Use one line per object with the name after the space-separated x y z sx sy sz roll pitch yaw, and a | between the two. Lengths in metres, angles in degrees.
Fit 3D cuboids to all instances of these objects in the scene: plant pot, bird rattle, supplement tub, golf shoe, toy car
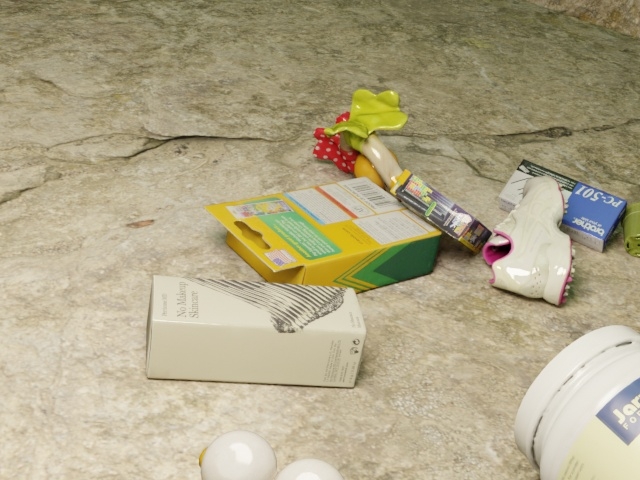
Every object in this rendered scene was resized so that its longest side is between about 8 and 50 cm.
0.575 -0.012 1.755 0.083 0.083 0.079 18 43 12 | plant pot
0.072 -0.144 1.723 0.143 0.253 0.207 -32 83 -19 | bird rattle
0.387 0.263 1.045 0.235 0.235 0.325 -9 35 -31 | supplement tub
0.341 -0.017 1.629 0.140 0.115 0.306 4 35 5 | golf shoe
-0.054 0.283 0.982 0.182 0.159 0.136 19 65 13 | toy car

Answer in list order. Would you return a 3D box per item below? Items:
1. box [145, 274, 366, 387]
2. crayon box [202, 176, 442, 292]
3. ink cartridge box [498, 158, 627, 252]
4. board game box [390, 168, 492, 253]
-0.087 0.118 1.277 0.275 0.094 0.113 4 30 -13 | box
0.000 0.000 1.523 0.323 0.083 0.203 -12 37 -36 | crayon box
0.438 -0.065 1.777 0.207 0.046 0.097 26 67 24 | ink cartridge box
0.200 -0.045 1.599 0.141 0.048 0.170 36 5 20 | board game box
